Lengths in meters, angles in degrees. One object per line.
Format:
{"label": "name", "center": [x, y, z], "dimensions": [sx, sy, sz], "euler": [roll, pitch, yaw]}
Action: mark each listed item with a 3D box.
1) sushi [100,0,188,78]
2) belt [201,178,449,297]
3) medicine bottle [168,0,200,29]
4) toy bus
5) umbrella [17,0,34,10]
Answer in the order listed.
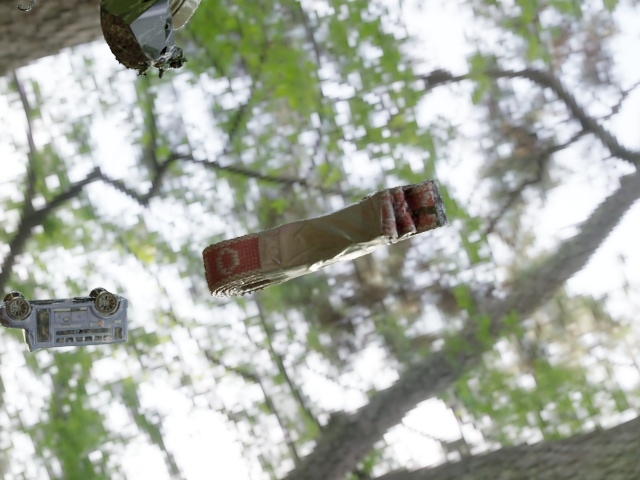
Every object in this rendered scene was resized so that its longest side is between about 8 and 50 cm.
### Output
{"label": "sushi", "center": [-0.191, -0.213, 1.565], "dimensions": [0.083, 0.056, 0.084], "euler": [17, -38, 42]}
{"label": "belt", "center": [0.000, 0.000, 1.351], "dimensions": [0.071, 0.232, 0.053], "euler": [26, 47, -70]}
{"label": "medicine bottle", "center": [-0.206, -0.303, 1.693], "dimensions": [0.079, 0.140, 0.079], "euler": [-42, -150, 31]}
{"label": "toy bus", "center": [-0.332, 0.102, 1.908], "dimensions": [0.073, 0.167, 0.076], "euler": [-164, -109, -74]}
{"label": "umbrella", "center": [-0.374, -0.353, 2.004], "dimensions": [0.022, 0.022, 0.148], "euler": [86, 16, -46]}
